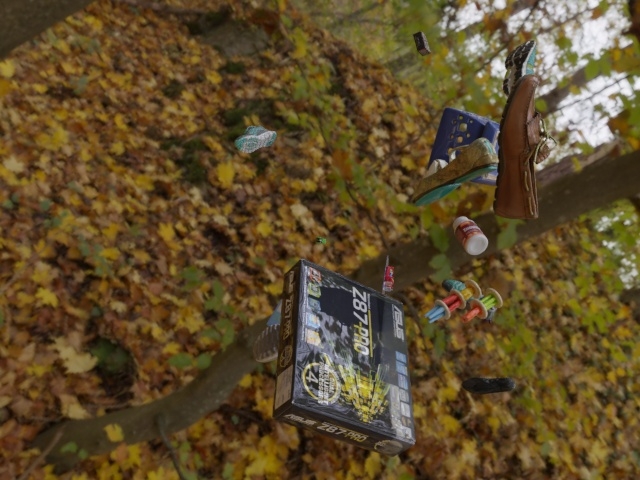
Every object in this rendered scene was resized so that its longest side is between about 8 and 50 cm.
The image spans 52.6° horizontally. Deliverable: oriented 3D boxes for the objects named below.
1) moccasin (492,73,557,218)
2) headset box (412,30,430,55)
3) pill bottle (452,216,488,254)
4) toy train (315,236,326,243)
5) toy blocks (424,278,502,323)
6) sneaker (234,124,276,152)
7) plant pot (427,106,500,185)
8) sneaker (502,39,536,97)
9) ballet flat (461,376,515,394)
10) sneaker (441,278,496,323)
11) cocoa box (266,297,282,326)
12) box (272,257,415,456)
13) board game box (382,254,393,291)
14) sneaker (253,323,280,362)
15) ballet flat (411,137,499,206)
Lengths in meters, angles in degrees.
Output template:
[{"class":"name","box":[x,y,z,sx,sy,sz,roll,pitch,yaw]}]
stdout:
[{"class":"moccasin","box":[0.527,-0.230,1.647,0.139,0.147,0.380,-40,133,-59]},{"class":"headset box","box":[0.341,-0.663,2.180,0.083,0.032,0.062,-7,82,-67]},{"class":"pill bottle","box":[0.538,-0.021,2.345,0.086,0.086,0.152,59,5,-36]},{"class":"toy train","box":[0.000,0.000,1.729,0.083,0.023,0.017,-167,-92,-83]},{"class":"toy blocks","box":[0.327,0.158,1.500,0.123,0.148,0.054,26,-39,56]},{"class":"sneaker","box":[-0.218,-0.323,2.028,0.076,0.065,0.166,39,34,22]},{"class":"plant pot","box":[0.536,-0.309,2.209,0.236,0.236,0.212,3,16,-45]},{"class":"sneaker","box":[0.727,-0.603,2.336,0.110,0.275,0.107,34,-26,-32]},{"class":"ballet flat","box":[0.549,0.477,2.117,0.049,0.173,0.057,51,38,-65]},{"class":"sneaker","box":[0.542,0.231,2.407,0.223,0.083,0.098,30,-47,30]},{"class":"cocoa box","box":[-0.001,0.342,2.625,0.347,0.231,0.228,19,-16,48]},{"class":"box","box":[0.056,0.264,1.494,0.318,0.097,0.395,27,41,-23]},{"class":"board game box","box":[0.247,0.138,2.316,0.133,0.033,0.169,69,30,-70]},{"class":"sneaker","box":[-0.069,0.291,1.874,0.115,0.281,0.105,42,30,-42]},{"class":"ballet flat","box":[0.393,-0.209,1.948,0.348,0.123,0.123,-30,-91,55]}]
